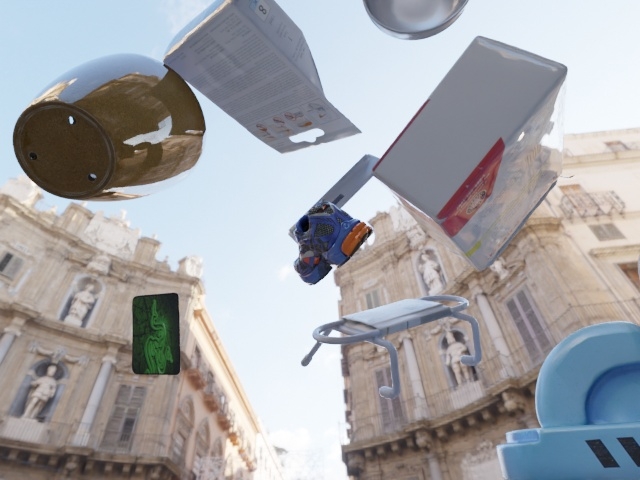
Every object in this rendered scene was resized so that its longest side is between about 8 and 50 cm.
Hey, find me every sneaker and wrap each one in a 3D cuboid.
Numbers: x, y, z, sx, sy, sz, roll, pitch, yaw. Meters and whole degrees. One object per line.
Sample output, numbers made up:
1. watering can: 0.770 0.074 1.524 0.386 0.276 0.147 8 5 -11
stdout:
1. sneaker: 0.000 0.000 0.594 0.087 0.083 0.221 46 -27 0

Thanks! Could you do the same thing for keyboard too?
1. keyboard: 0.034 -0.090 0.868 0.256 0.072 0.014 -45 -48 -3

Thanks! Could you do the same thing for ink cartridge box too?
1. ink cartridge box: 0.299 -0.124 0.762 0.279 0.160 0.384 -52 -33 6
2. ink cartridge box: -0.119 -0.358 0.926 0.307 0.091 0.384 -1 -25 46

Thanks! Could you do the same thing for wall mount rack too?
1. wall mount rack: 0.119 0.193 0.793 0.349 0.131 0.304 -7 3 -31

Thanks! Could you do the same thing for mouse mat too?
1. mouse mat: -0.394 0.223 0.966 0.152 0.190 0.007 -8 -8 23

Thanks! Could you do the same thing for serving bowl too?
1. serving bowl: 0.074 -0.188 0.310 0.083 0.084 0.027 -15 -13 10

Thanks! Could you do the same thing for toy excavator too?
1. toy excavator: 0.404 0.137 0.460 0.432 0.446 0.222 -21 -31 29

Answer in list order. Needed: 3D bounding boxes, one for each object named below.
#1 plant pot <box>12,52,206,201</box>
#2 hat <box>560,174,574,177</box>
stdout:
1. plant pot: -0.313 -0.150 0.598 0.236 0.254 0.238 -1 -67 -3
2. hat: 0.581 -0.216 1.173 0.172 0.183 0.209 -27 -86 47
